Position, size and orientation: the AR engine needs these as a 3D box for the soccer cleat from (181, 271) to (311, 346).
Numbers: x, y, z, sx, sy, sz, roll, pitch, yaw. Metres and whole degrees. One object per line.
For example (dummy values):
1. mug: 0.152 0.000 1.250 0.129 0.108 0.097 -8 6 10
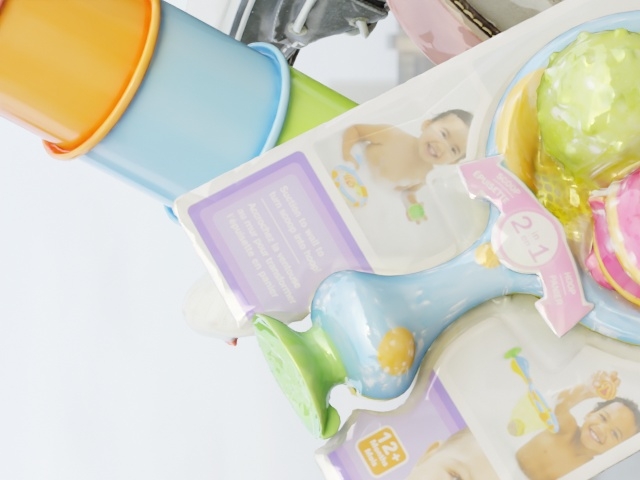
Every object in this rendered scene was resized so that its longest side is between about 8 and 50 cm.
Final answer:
1. soccer cleat: 0.000 0.000 0.986 0.076 0.196 0.068 54 -147 -30

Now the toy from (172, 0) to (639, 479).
1. toy: 0.090 -0.014 0.548 0.137 0.237 0.056 60 172 13

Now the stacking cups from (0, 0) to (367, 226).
1. stacking cups: -0.066 -0.054 0.744 0.096 0.316 0.096 -40 36 37

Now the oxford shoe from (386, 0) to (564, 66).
1. oxford shoe: 0.229 -0.088 0.988 0.146 0.397 0.140 -45 26 43

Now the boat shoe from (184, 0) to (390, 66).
1. boat shoe: 0.002 -0.168 1.066 0.121 0.119 0.335 -63 -1 -30
